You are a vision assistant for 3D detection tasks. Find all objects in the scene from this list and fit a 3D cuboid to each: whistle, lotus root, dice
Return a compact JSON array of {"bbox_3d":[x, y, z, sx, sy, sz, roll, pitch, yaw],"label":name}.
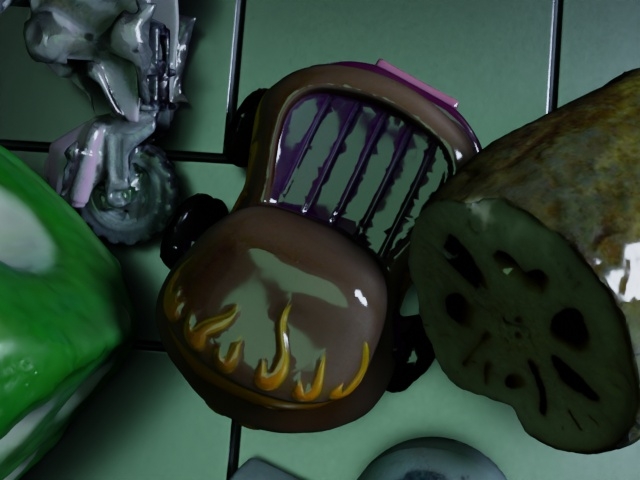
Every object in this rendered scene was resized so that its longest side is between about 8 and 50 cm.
[{"bbox_3d":[0.063,0.232,1.007,0.289,0.163,0.164,22,86,6],"label":"whistle"},{"bbox_3d":[0.249,-0.005,0.945,0.250,0.250,0.346,48,48,8],"label":"lotus root"},{"bbox_3d":[-0.350,0.083,0.960,0.287,0.297,0.300,43,104,3],"label":"dice"}]

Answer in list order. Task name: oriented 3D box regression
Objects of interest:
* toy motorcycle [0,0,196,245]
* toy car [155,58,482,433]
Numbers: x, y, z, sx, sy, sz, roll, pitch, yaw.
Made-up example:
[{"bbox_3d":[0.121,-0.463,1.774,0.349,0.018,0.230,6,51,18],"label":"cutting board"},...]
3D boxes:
[{"bbox_3d":[-0.217,-0.161,1.087,0.188,0.143,0.327,4,99,11],"label":"toy motorcycle"},{"bbox_3d":[0.000,0.000,0.993,0.271,0.240,0.341,28,90,5],"label":"toy car"}]
